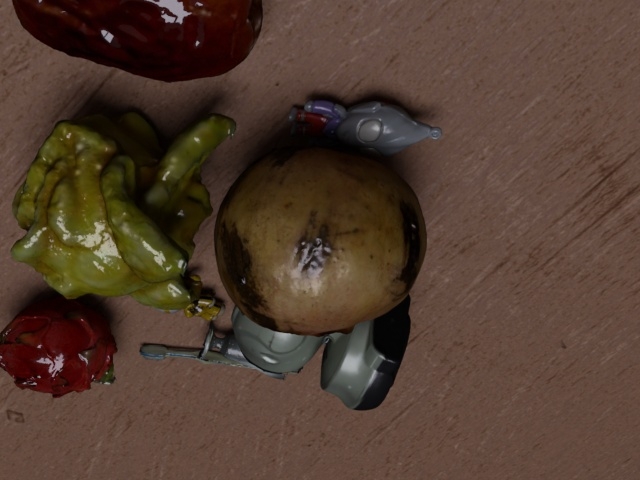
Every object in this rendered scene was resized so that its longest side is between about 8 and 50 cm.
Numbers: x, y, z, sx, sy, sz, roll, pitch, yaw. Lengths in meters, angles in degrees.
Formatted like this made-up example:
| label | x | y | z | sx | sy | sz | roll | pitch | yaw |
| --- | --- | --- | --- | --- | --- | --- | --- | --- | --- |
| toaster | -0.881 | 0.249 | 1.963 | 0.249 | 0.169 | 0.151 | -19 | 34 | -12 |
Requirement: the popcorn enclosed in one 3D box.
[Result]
| label | x | y | z | sx | sy | sz | roll | pitch | yaw |
| --- | --- | --- | --- | --- | --- | --- | --- | --- | --- |
| popcorn | -0.287 | -0.044 | 1.484 | 0.290 | 0.326 | 0.321 | 5 | 121 | -24 |

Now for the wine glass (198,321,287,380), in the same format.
| label | x | y | z | sx | sy | sz | roll | pitch | yaw |
| --- | --- | --- | --- | --- | --- | --- | --- | --- | --- |
| wine glass | -0.130 | 0.195 | 1.822 | 0.155 | 0.072 | 0.072 | 16 | 126 | -11 |

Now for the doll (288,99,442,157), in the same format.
| label | x | y | z | sx | sy | sz | roll | pitch | yaw |
| --- | --- | --- | --- | --- | --- | --- | --- | --- | --- |
| doll | 0.067 | -0.168 | 1.544 | 0.227 | 0.075 | 0.102 | 8 | 145 | 8 |

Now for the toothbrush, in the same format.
| label | x | y | z | sx | sy | sz | roll | pitch | yaw |
| --- | --- | --- | --- | --- | --- | --- | --- | --- | --- |
| toothbrush | -0.177 | 0.213 | 1.863 | 0.294 | 0.026 | 0.028 | 5 | 146 | -4 |

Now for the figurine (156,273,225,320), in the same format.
| label | x | y | z | sx | sy | sz | roll | pitch | yaw |
| --- | --- | --- | --- | --- | --- | --- | --- | --- | --- |
| figurine | -0.232 | 0.100 | 1.756 | 0.101 | 0.068 | 0.143 | -15 | 143 | 20 |

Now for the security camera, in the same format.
| label | x | y | z | sx | sy | sz | roll | pitch | yaw |
| --- | --- | --- | --- | --- | --- | --- | --- | --- | --- |
| security camera | -0.009 | 0.153 | 1.723 | 0.277 | 0.197 | 0.191 | 22 | 134 | -8 |

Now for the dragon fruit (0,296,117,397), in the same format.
| label | x | y | z | sx | sy | sz | roll | pitch | yaw |
| --- | --- | --- | --- | --- | --- | --- | --- | --- | --- |
| dragon fruit | -0.440 | 0.181 | 1.749 | 0.209 | 0.172 | 0.172 | 8 | 128 | -24 |

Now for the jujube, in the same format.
| label | x | y | z | sx | sy | sz | roll | pitch | yaw |
| --- | --- | --- | --- | --- | --- | --- | --- | --- | --- |
| jujube | -0.234 | -0.321 | 1.354 | 0.318 | 0.223 | 0.223 | 7 | 127 | 4 |

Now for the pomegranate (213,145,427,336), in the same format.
| label | x | y | z | sx | sy | sz | roll | pitch | yaw |
| --- | --- | --- | --- | --- | --- | --- | --- | --- | --- |
| pomegranate | 0.000 | 0.000 | 1.515 | 0.322 | 0.322 | 0.322 | 0 | 127 | 0 |
